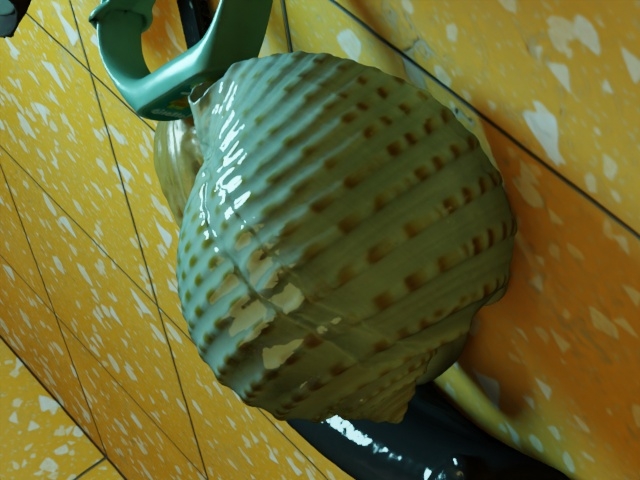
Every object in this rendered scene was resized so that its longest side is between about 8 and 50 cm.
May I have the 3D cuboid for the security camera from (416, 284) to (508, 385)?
[{"bbox_3d":[0.090,0.034,1.618,0.157,0.080,0.301,51,157,16],"label":"security camera"}]

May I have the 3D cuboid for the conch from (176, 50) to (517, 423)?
[{"bbox_3d":[-0.002,0.012,1.450,0.303,0.215,0.319,-30,111,33],"label":"conch"}]

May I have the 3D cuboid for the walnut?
[{"bbox_3d":[-0.064,-0.065,1.665,0.225,0.193,0.193,60,161,6],"label":"walnut"}]

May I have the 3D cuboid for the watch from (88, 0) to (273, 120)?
[{"bbox_3d":[-0.130,-0.215,1.574,0.237,0.068,0.195,-27,65,48],"label":"watch"}]

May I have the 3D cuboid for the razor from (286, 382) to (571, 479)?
[{"bbox_3d":[0.094,0.207,1.735,0.204,0.113,0.349,20,-171,-43],"label":"razor"}]

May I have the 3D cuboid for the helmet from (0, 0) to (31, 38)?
[{"bbox_3d":[-0.363,-0.383,1.850,0.225,0.177,0.305,33,157,31],"label":"helmet"}]

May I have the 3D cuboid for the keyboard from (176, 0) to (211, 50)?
[{"bbox_3d":[-0.128,-0.214,1.787,0.060,0.018,0.195,46,153,45],"label":"keyboard"}]
